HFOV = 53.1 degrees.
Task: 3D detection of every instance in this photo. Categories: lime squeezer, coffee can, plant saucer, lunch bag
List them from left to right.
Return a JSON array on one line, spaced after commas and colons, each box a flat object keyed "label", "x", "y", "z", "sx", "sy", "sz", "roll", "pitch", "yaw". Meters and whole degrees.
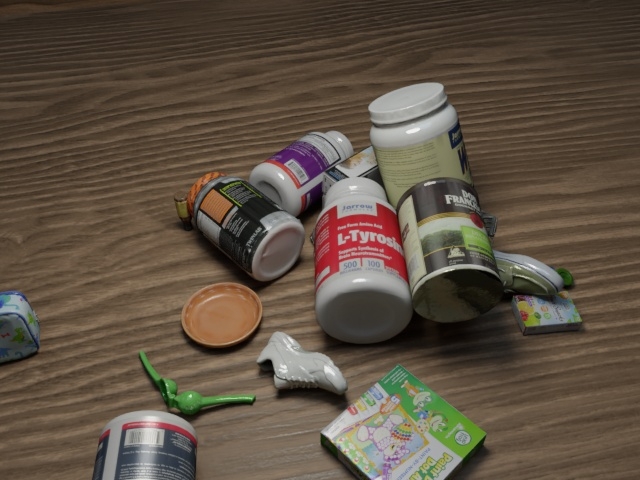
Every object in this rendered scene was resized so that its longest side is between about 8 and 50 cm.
[{"label": "lunch bag", "x": -0.775, "y": 0.206, "z": 1.483, "sx": 0.219, "sy": 0.176, "sz": 0.090, "roll": -13, "pitch": 46, "yaw": -10}, {"label": "lime squeezer", "x": -0.308, "y": 0.327, "z": 1.435, "sx": 0.310, "sy": 0.059, "sz": 0.110, "roll": 16, "pitch": 47, "yaw": 18}, {"label": "plant saucer", "x": -0.243, "y": 0.189, "z": 1.589, "sx": 0.200, "sy": 0.037, "sz": 0.200, "roll": -1, "pitch": 44, "yaw": 1}, {"label": "coffee can", "x": 0.291, "y": 0.020, "z": 1.477, "sx": 0.201, "sy": 0.201, "sz": 0.275, "roll": -3, "pitch": 49, "yaw": -1}]

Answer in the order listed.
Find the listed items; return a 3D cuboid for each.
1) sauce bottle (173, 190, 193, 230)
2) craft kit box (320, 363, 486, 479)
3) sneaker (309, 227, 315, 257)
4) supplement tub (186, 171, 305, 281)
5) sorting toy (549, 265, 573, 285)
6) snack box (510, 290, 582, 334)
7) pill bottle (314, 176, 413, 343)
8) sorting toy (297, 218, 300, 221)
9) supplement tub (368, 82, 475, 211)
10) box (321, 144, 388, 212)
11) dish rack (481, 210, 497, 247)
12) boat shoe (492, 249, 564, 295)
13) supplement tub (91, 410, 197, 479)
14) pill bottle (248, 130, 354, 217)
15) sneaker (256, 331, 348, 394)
[{"label": "sauce bottle", "x": -0.383, "y": -0.080, "z": 1.801, "sx": 0.042, "sy": 0.128, "sz": 0.042, "roll": 0, "pitch": 43, "yaw": 0}, {"label": "craft kit box", "x": 0.171, "y": 0.414, "z": 1.338, "sx": 0.250, "sy": 0.061, "sz": 0.246, "roll": -35, "pitch": 56, "yaw": -29}, {"label": "sneaker", "x": 0.000, "y": 0.000, "z": 1.776, "sx": 0.065, "sy": 0.061, "sz": 0.158, "roll": -12, "pitch": 37, "yaw": 29}, {"label": "supplement tub", "x": -0.208, "y": -0.047, "z": 1.718, "sx": 0.193, "sy": 0.193, "sz": 0.316, "roll": -33, "pitch": 53, "yaw": -28}, {"label": "sorting toy", "x": 0.600, "y": 0.103, "z": 1.661, "sx": 0.102, "sy": 0.042, "sz": 0.061, "roll": -9, "pitch": 59, "yaw": -25}, {"label": "snack box", "x": 0.555, "y": 0.178, "z": 1.580, "sx": 0.141, "sy": 0.037, "sz": 0.100, "roll": -4, "pitch": 45, "yaw": -3}, {"label": "pill bottle", "x": 0.099, "y": 0.034, "z": 1.602, "sx": 0.229, "sy": 0.229, "sz": 0.408, "roll": -1, "pitch": 44, "yaw": 0}, {"label": "sorting toy", "x": -0.094, "y": -0.014, "z": 1.793, "sx": 0.075, "sy": 0.045, "sz": 0.083, "roll": -4, "pitch": 43, "yaw": 8}, {"label": "supplement tub", "x": 0.266, "y": -0.229, "z": 1.702, "sx": 0.235, "sy": 0.325, "sz": 0.235, "roll": -16, "pitch": 25, "yaw": 8}, {"label": "box", "x": 0.139, "y": -0.175, "z": 1.863, "sx": 0.290, "sy": 0.169, "sz": 0.087, "roll": -31, "pitch": 54, "yaw": -29}, {"label": "dish rack", "x": 0.339, "y": 0.029, "z": 1.635, "sx": 0.208, "sy": 0.074, "sz": 0.271, "roll": 0, "pitch": 58, "yaw": 34}, {"label": "boat shoe", "x": 0.461, "y": 0.089, "z": 1.629, "sx": 0.302, "sy": 0.109, "sz": 0.094, "roll": 19, "pitch": 63, "yaw": 41}, {"label": "supplement tub", "x": -0.329, "y": 0.475, "z": 1.186, "sx": 0.191, "sy": 0.191, "sz": 0.272, "roll": -4, "pitch": 44, "yaw": -3}, {"label": "pill bottle", "x": -0.046, "y": -0.200, "z": 1.871, "sx": 0.181, "sy": 0.181, "sz": 0.323, "roll": 28, "pitch": 46, "yaw": 27}, {"label": "sneaker", "x": -0.046, "y": 0.303, "z": 1.444, "sx": 0.232, "sy": 0.090, "sz": 0.115, "roll": 21, "pitch": 55, "yaw": 33}]
